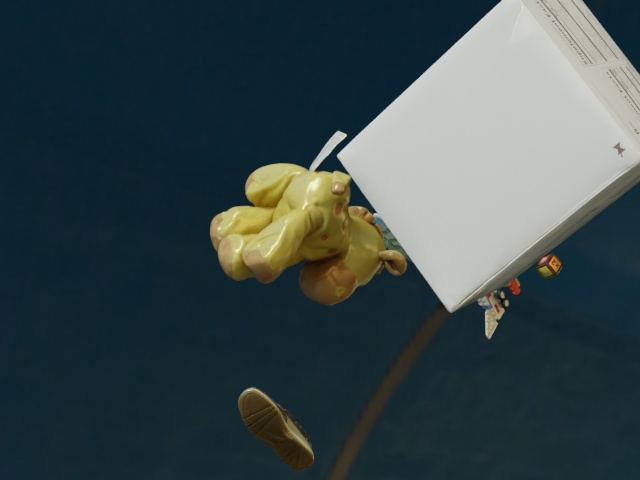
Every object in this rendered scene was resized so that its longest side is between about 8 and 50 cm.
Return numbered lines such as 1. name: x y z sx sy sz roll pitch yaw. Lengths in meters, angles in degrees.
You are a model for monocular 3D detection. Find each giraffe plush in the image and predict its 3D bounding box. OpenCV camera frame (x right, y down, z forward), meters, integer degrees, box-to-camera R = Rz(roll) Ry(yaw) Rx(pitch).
1. giraffe plush: 0.000 0.000 1.681 0.210 0.181 0.170 -40 -58 5

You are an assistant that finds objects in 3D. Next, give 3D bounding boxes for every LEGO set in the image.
1. LEGO set: 0.170 0.010 1.747 0.060 0.244 0.182 -52 -14 -37

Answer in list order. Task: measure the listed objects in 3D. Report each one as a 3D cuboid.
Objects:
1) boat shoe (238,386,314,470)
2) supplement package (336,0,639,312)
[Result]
1. boat shoe: -0.065 0.270 2.066 0.152 0.056 0.049 54 -165 -17
2. supplement package: 0.189 -0.092 1.421 0.204 0.262 0.145 55 -149 10
